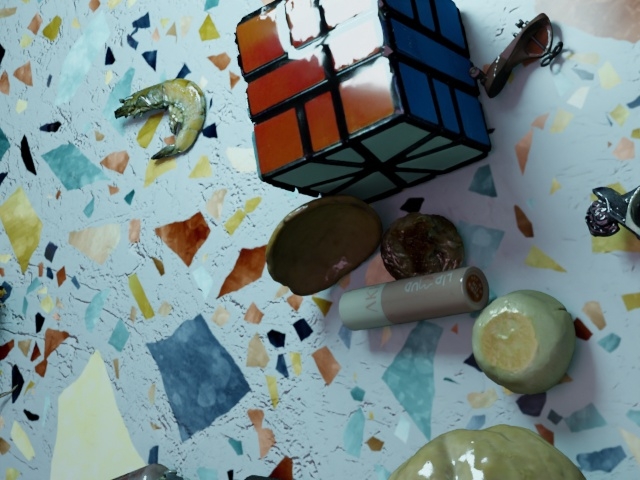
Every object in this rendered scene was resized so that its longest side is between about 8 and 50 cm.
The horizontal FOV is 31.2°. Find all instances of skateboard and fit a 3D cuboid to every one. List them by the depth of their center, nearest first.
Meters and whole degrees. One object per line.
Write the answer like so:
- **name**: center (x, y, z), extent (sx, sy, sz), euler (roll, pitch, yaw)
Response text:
- **skateboard**: center (0.308, -0.282, 1.773), extent (0.151, 0.067, 0.080), euler (-49, 68, 15)

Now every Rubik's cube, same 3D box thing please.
- **Rubik's cube**: center (0.065, -0.238, 1.799), extent (0.293, 0.288, 0.283), euler (-18, 74, 30)

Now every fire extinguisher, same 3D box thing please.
- **fire extinguisher**: center (-0.345, 0.470, 2.085), extent (0.269, 0.104, 0.105), euler (-25, 69, 30)

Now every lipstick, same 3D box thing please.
- **lipstick**: center (0.142, 0.093, 1.796), extent (0.254, 0.070, 0.070), euler (-14, 74, 43)

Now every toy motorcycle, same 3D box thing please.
- **toy motorcycle**: center (0.492, -0.018, 1.580), extent (0.263, 0.091, 0.157), euler (42, 99, 31)

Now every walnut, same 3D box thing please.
- **walnut**: center (0.235, 0.437, 1.545), extent (0.381, 0.381, 0.381), euler (-6, 79, 35)

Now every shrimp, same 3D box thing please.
- **shrimp**: center (-0.312, -0.232, 2.213), extent (0.217, 0.051, 0.150), euler (-7, 85, 31)

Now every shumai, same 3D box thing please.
- **shumai**: center (0.147, 0.013, 1.821), extent (0.139, 0.105, 0.123), euler (9, 88, 56)

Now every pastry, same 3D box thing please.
- **pastry**: center (0.299, 0.148, 1.688), extent (0.156, 0.092, 0.156), euler (-6, 79, 29)

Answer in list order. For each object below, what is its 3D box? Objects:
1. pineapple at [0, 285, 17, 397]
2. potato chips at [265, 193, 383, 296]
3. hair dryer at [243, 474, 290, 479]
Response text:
- **pineapple**: center (-0.764, 0.240, 2.385), extent (0.262, 0.262, 0.272), euler (6, 109, 36)
- **potato chips**: center (0.000, -0.001, 1.882), extent (0.062, 0.195, 0.208), euler (-112, 20, -43)
- **hair dryer**: center (-0.082, 0.522, 1.925), extent (0.114, 0.070, 0.248), euler (2, 92, 35)
